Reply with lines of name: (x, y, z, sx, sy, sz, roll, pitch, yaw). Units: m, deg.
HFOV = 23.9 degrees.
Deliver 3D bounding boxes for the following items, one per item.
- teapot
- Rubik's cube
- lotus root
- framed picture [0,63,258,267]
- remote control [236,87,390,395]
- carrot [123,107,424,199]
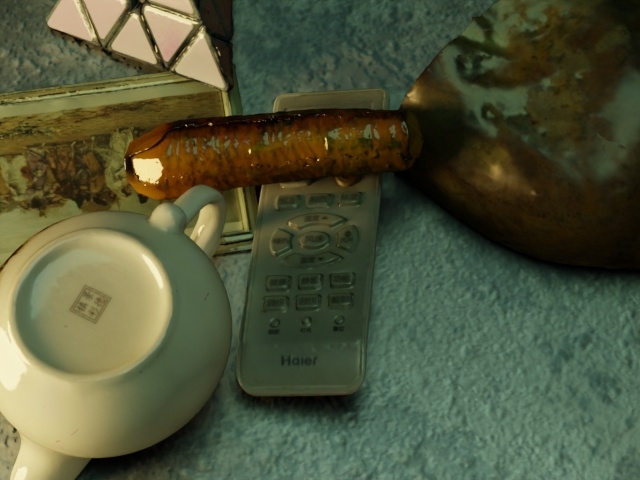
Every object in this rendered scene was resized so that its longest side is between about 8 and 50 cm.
teapot: (-0.166, 0.070, 1.229, 0.204, 0.139, 0.298, 32, 70, 20)
Rubik's cube: (-0.194, -0.254, 1.431, 0.178, 0.190, 0.211, -15, 46, 15)
lotus root: (0.240, -0.100, 1.332, 0.267, 0.149, 0.260, -39, 66, -17)
framed picture: (-0.198, -0.065, 1.385, 0.274, 0.017, 0.217, -9, 60, -6)
remote control: (0.000, 0.000, 1.327, 0.109, 0.055, 0.313, -3, 55, 13)
carrot: (-0.041, -0.077, 1.320, 0.260, 0.070, 0.070, -4, 58, 12)
